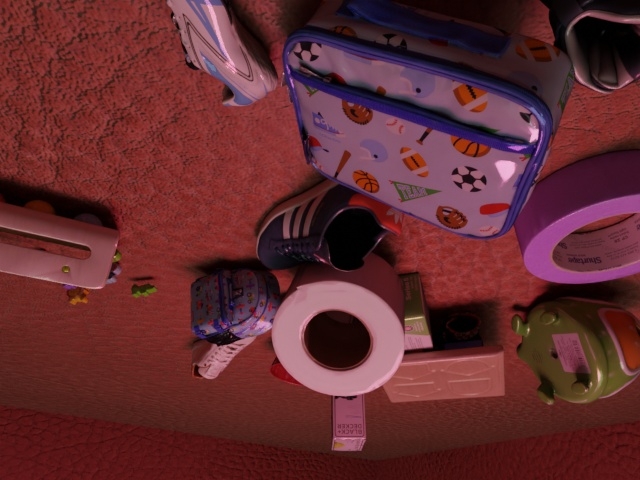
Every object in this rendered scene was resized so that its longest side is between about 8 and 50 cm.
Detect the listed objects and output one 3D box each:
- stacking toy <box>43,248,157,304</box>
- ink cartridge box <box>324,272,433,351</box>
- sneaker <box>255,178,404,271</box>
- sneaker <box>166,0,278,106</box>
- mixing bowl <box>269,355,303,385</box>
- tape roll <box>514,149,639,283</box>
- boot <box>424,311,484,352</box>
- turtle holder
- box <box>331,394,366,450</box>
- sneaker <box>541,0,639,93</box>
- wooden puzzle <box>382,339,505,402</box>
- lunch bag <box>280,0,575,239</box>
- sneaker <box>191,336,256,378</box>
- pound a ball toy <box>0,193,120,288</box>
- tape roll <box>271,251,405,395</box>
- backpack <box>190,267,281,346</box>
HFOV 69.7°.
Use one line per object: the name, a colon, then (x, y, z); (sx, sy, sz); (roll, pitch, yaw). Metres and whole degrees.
stacking toy: (-0.493, 0.074, 0.997); (0.220, 0.052, 0.167); (-7, 148, 8)
ink cartridge box: (0.118, 0.189, 1.100); (0.272, 0.115, 0.198); (-9, 145, 14)
sneaker: (0.000, 0.000, 0.784); (0.131, 0.148, 0.350); (23, 141, -31)
sneaker: (-0.128, -0.234, 0.484); (0.086, 0.085, 0.237); (-25, 142, 10)
mixing bowl: (-0.052, 0.351, 1.353); (0.181, 0.098, 0.182); (7, 145, 5)
tape roll: (0.485, -0.028, 0.792); (0.274, 0.090, 0.275); (1, 146, 1)
boot: (0.324, 0.265, 1.251); (0.236, 0.085, 0.179); (-8, 141, 12)
turtle holder: (0.618, 0.267, 1.106); (0.227, 0.244, 0.321); (-12, 139, -11)
box: (0.075, 0.429, 1.306); (0.087, 0.290, 0.169); (0, 148, 0)
sneaker: (0.315, -0.205, 0.459); (0.226, 0.164, 0.086); (11, 143, -18)
wooden puzzle: (0.318, 0.346, 1.230); (0.321, 0.081, 0.348); (-9, 144, 16)
lunch bag: (0.097, -0.138, 0.513); (0.303, 0.115, 0.243); (24, 155, 20)
sneaker: (-0.274, 0.323, 1.305); (0.105, 0.123, 0.290); (26, 138, -30)
pound a ball toy: (-0.540, -0.007, 0.826); (0.318, 0.136, 0.208); (16, 168, -21)
tape roll: (0.043, 0.152, 0.899); (0.245, 0.169, 0.246); (4, 111, 9)
backpack: (-0.176, 0.131, 0.978); (0.173, 0.158, 0.117); (-18, 149, 22)
